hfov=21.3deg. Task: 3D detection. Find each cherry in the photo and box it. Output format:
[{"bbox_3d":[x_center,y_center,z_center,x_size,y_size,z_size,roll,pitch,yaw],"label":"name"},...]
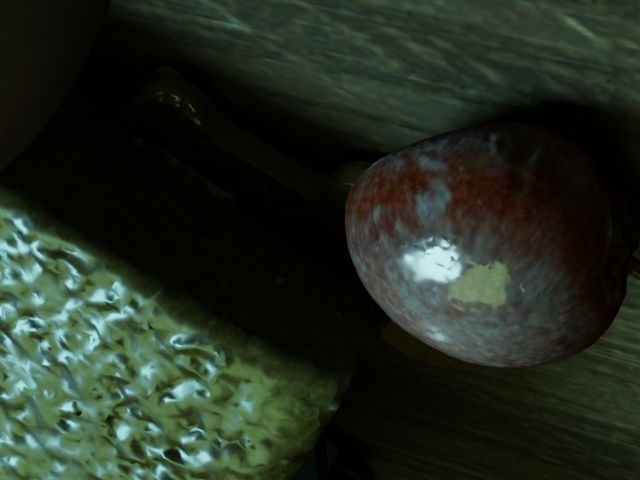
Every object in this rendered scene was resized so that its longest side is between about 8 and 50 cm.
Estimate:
[{"bbox_3d":[0.110,0.009,0.654,0.226,0.090,0.107,11,140,23],"label":"cherry"}]

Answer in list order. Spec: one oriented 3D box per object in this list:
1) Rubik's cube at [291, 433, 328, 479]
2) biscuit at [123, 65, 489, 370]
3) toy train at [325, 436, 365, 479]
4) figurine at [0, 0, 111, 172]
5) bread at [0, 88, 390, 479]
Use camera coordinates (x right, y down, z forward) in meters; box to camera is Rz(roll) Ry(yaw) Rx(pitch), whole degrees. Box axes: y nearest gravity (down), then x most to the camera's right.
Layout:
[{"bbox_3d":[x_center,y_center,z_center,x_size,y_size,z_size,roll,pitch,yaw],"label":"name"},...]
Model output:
[{"bbox_3d":[-0.099,0.195,0.868,0.167,0.180,0.183,13,129,-17],"label":"Rubik's cube"},{"bbox_3d":[0.000,0.000,0.785,0.205,0.031,0.138,27,145,4],"label":"biscuit"},{"bbox_3d":[-0.054,0.156,1.043,0.125,0.080,0.194,46,146,-15],"label":"toy train"},{"bbox_3d":[-0.106,-0.157,0.383,0.270,0.261,0.211,39,176,-24],"label":"figurine"},{"bbox_3d":[-0.177,-0.013,0.751,0.417,0.113,0.165,34,123,0],"label":"bread"}]
